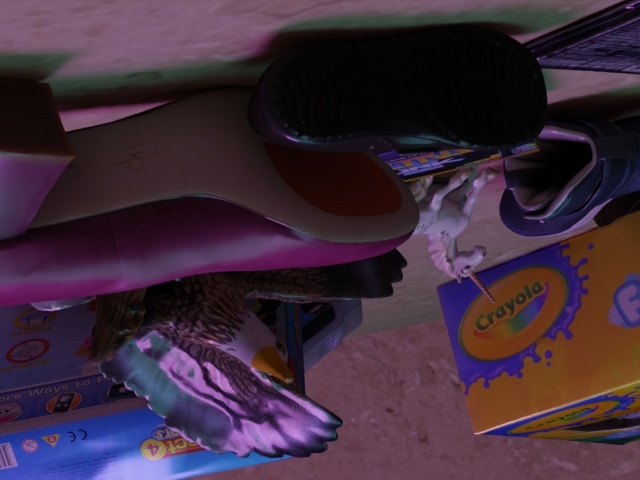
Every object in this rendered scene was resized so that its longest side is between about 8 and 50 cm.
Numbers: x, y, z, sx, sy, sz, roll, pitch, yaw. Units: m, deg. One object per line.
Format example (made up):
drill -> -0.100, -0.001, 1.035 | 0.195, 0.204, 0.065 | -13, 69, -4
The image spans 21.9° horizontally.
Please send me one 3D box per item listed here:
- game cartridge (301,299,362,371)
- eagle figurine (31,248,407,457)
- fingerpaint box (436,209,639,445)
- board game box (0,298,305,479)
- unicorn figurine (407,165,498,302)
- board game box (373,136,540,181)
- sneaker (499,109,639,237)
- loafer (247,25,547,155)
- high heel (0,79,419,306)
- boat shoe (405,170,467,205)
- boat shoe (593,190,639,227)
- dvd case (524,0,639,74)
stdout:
game cartridge -> -0.132, 0.121, 1.757 | 0.230, 0.068, 0.355 | 0, -160, 32
eagle figurine -> -0.083, 0.051, 1.318 | 0.226, 0.225, 0.298 | -26, 160, 20
fingerpaint box -> 0.401, 0.066, 1.614 | 0.445, 0.163, 0.371 | -22, 161, 27
board game box -> -0.170, 0.115, 1.583 | 0.308, 0.086, 0.302 | -11, -153, 4
unicorn figurine -> 0.113, -0.023, 1.472 | 0.162, 0.111, 0.060 | 18, -160, -38
board game box -> 0.074, -0.080, 1.256 | 0.170, 0.048, 0.141 | -13, 173, 12
sneaker -> 0.195, -0.051, 1.446 | 0.163, 0.086, 0.226 | -13, 169, -38
loafer -> 0.048, -0.095, 1.065 | 0.220, 0.080, 0.078 | 0, 177, -30
high heel -> -0.117, -0.011, 1.099 | 0.377, 0.127, 0.181 | 11, 137, -34
boat shoe -> 0.000, 0.000, 1.503 | 0.302, 0.103, 0.113 | -9, 170, -19
boat shoe -> 0.375, -0.034, 1.820 | 0.109, 0.091, 0.305 | -53, 160, 15
dvd case -> 0.267, -0.154, 1.114 | 0.164, 0.018, 0.221 | -2, 169, -42
